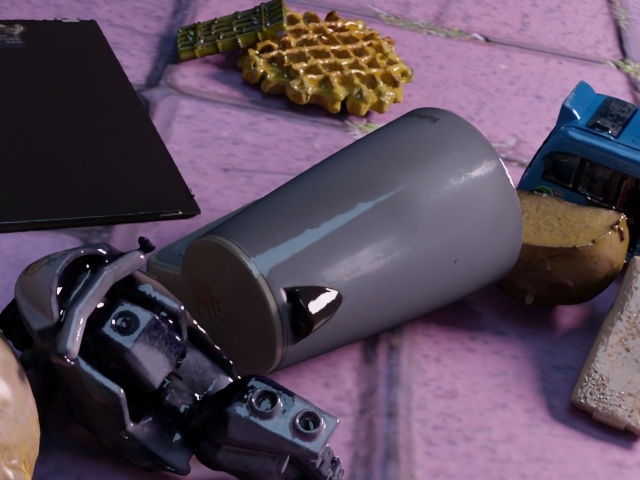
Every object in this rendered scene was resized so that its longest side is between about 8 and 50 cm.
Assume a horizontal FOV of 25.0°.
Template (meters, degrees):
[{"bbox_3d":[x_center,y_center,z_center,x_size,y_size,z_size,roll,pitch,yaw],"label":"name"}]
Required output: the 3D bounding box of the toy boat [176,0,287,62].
[{"bbox_3d":[-0.089,-0.213,1.462,0.115,0.016,0.063,-15,36,6],"label":"toy boat"}]

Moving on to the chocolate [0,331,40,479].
[{"bbox_3d":[-0.268,0.080,0.946,0.134,0.134,0.309,-7,37,-27],"label":"chocolate"}]

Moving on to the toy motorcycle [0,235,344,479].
[{"bbox_3d":[-0.106,0.086,0.965,0.270,0.159,0.106,23,57,17],"label":"toy motorcycle"}]

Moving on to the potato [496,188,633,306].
[{"bbox_3d":[0.165,0.015,1.214,0.172,0.101,0.089,16,46,22],"label":"potato"}]

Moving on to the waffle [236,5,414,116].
[{"bbox_3d":[0.003,-0.184,1.476,0.191,0.038,0.191,9,35,-6],"label":"waffle"}]

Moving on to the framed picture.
[{"bbox_3d":[-0.280,-0.113,1.307,0.255,0.014,0.339,-5,39,-25],"label":"framed picture"}]

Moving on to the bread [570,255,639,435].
[{"bbox_3d":[0.258,0.099,1.180,0.077,0.105,0.152,25,68,15],"label":"bread"}]

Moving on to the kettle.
[{"bbox_3d":[0.000,0.000,1.143,0.243,0.160,0.210,-24,31,-34],"label":"kettle"}]

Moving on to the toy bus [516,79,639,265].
[{"bbox_3d":[0.304,-0.038,1.284,0.246,0.134,0.113,24,37,17],"label":"toy bus"}]
